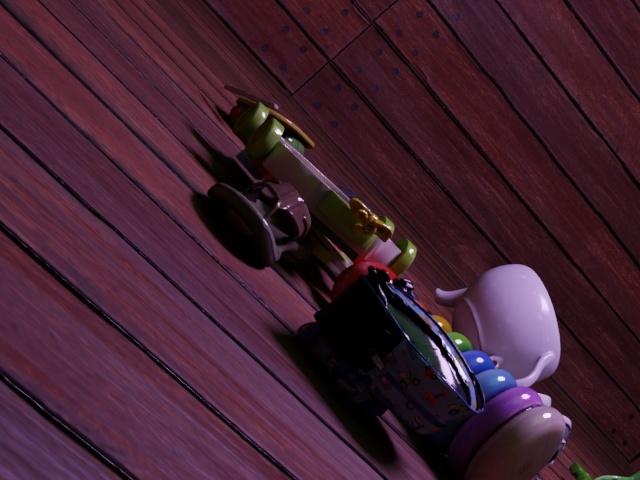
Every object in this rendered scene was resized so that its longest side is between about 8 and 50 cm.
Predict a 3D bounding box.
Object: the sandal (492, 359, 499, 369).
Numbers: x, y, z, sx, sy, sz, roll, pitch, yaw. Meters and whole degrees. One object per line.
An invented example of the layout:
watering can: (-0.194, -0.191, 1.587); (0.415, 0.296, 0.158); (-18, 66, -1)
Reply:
sandal: (0.227, 0.195, 1.708); (0.240, 0.079, 0.088); (55, 10, -7)

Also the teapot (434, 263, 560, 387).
teapot: (0.337, 0.175, 2.196); (0.256, 0.187, 0.252); (112, -36, -74)

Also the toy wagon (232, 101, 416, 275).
toy wagon: (0.008, -0.053, 1.484); (0.267, 0.068, 0.344); (41, 5, -19)

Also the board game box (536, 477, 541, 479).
board game box: (0.410, 0.438, 1.827); (0.133, 0.033, 0.168); (48, 7, -12)

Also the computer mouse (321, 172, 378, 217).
computer mouse: (0.052, -0.039, 1.829); (0.188, 0.072, 0.272); (44, -4, 10)

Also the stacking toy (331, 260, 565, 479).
stacking toy: (0.131, 0.150, 1.355); (0.330, 0.141, 0.141); (47, 5, 31)

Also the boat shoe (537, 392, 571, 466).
boat shoe: (0.358, 0.334, 1.941); (0.319, 0.116, 0.099); (49, 46, -63)

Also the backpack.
backpack: (0.080, 0.126, 1.149); (0.173, 0.117, 0.158); (50, 7, 15)

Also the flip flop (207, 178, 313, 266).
flip flop: (-0.050, -0.028, 1.312); (0.112, 0.080, 0.277); (51, 7, 13)

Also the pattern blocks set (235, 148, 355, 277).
pattern blocks set: (0.000, 0.000, 1.670); (0.325, 0.026, 0.285); (51, 7, 15)

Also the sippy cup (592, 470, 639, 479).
sippy cup: (0.535, 0.478, 1.682); (0.224, 0.306, 0.240); (-43, 129, -71)

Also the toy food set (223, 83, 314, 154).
toy food set: (-0.096, -0.177, 1.908); (0.128, 0.071, 0.218); (26, -5, 26)

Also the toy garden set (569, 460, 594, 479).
toy garden set: (0.537, 0.527, 2.074); (0.204, 0.049, 0.244); (47, 7, -4)
